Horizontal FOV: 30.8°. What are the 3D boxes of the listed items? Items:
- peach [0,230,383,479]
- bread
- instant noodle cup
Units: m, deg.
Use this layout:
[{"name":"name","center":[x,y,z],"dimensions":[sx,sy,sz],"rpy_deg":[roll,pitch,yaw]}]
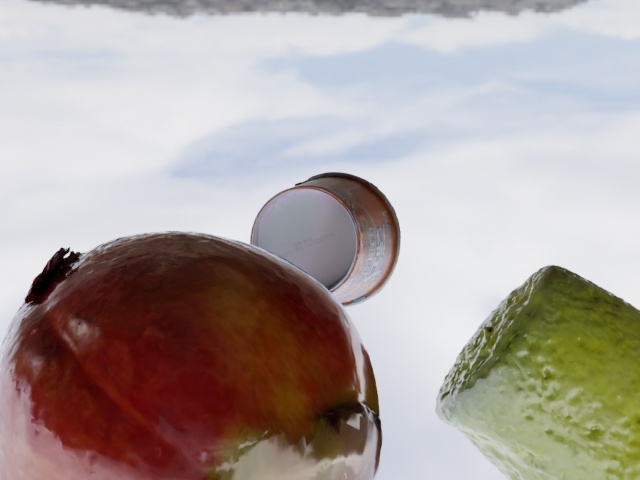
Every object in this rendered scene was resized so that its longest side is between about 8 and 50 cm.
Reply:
[{"name":"peach","center":[-0.130,0.149,1.026],"dimensions":[0.370,0.370,0.370],"rpy_deg":[1,-164,0]},{"name":"bread","center":[0.354,0.227,1.708],"dimensions":[0.308,0.348,0.348],"rpy_deg":[33,-161,0]},{"name":"instant noodle cup","center":[0.000,0.000,2.028],"dimensions":[0.250,0.250,0.192],"rpy_deg":[6,-177,17]}]
